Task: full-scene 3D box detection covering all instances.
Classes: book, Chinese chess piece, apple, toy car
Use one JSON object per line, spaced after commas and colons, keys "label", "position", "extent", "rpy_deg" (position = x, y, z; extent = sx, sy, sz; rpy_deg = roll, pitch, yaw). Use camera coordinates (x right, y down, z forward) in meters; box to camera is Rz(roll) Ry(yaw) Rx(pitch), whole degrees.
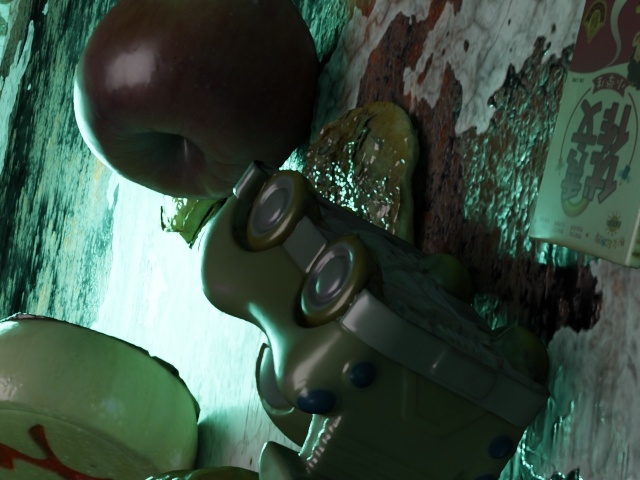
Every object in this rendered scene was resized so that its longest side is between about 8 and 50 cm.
{"label": "book", "position": [0.245, -0.101, 1.375], "extent": [0.162, 0.022, 0.231], "rpy_deg": [-157, 81, -67]}
{"label": "Chinese chess piece", "position": [-0.323, 0.238, 2.127], "extent": [0.338, 0.338, 0.140], "rpy_deg": [-47, 22, 51]}
{"label": "apple", "position": [-0.148, -0.193, 2.004], "extent": [0.306, 0.306, 0.235], "rpy_deg": [-42, 27, 54]}
{"label": "toy car", "position": [0.024, 0.100, 1.466], "extent": [0.226, 0.242, 0.336], "rpy_deg": [-57, 30, 8]}

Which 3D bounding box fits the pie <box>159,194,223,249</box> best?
{"label": "pie", "position": [-0.148, -0.125, 2.241], "extent": [0.282, 0.068, 0.128], "rpy_deg": [-61, 29, 26]}

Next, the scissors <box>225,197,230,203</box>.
{"label": "scissors", "position": [-0.136, -0.020, 2.235], "extent": [0.036, 0.006, 0.083], "rpy_deg": [48, 123, 60]}

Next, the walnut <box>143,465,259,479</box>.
{"label": "walnut", "position": [-0.102, 0.378, 1.637], "extent": [0.252, 0.277, 0.313], "rpy_deg": [69, -155, -62]}

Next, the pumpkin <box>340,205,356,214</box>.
{"label": "pumpkin", "position": [0.000, 0.000, 1.739], "extent": [0.083, 0.054, 0.074], "rpy_deg": [0, 74, 44]}

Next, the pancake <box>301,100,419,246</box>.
{"label": "pancake", "position": [0.033, -0.022, 1.790], "extent": [0.282, 0.049, 0.282], "rpy_deg": [-40, 45, 55]}
